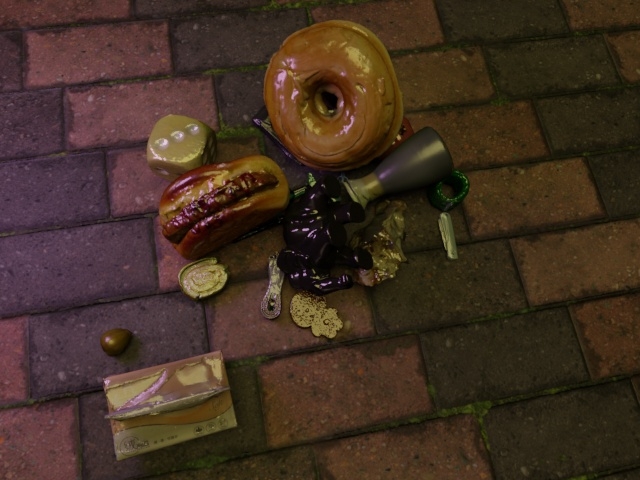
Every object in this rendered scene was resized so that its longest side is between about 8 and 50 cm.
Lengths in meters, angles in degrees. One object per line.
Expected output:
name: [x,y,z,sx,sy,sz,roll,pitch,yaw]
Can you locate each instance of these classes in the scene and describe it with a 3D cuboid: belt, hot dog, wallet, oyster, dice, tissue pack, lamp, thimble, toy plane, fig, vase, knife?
belt: [-0.136,0.126,1.485,0.072,0.053,0.231,11,73,-1]
hot dog: [-0.297,-0.098,1.382,0.405,0.223,0.185,-29,77,15]
wallet: [-0.093,-0.382,1.650,0.245,0.052,0.168,44,78,6]
oyster: [0.194,0.000,1.504,0.198,0.133,0.337,10,49,29]
dice: [-0.427,-0.276,1.521,0.170,0.169,0.166,13,73,-1]
tissue pack: [-0.385,0.420,1.259,0.306,0.238,0.238,-10,74,-18]
lamp: [0.220,-0.349,1.617,0.182,0.140,0.181,0,75,0]
thimble: [0.420,-0.165,1.603,0.118,0.090,0.130,17,71,-4]
toy plane: [-0.126,-0.129,1.544,0.382,0.106,0.155,-24,83,-12]
fig: [-0.578,0.284,1.388,0.074,0.074,0.088,46,59,9]
vase: [0.234,-0.207,1.520,0.321,0.173,0.173,-28,77,1]
knife: [0.413,-0.015,1.591,0.044,0.023,0.162,-4,73,-8]

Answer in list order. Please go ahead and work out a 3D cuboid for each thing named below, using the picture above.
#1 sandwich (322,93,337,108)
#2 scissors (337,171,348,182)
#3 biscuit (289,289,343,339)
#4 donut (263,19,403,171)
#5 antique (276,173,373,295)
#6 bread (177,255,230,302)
sandwich: [0.057,-0.519,1.677,0.186,0.220,0.108,18,71,39]
scissors: [0.076,-0.230,1.637,0.036,0.006,0.083,7,72,-5]
biscuit: [-0.016,0.225,1.478,0.175,0.026,0.124,40,75,8]
donut: [0.035,-0.421,1.472,0.450,0.198,0.448,6,115,13]
antique: [0.000,0.000,1.416,0.185,0.255,0.321,5,69,-44]
bread: [-0.345,0.113,1.464,0.156,0.064,0.117,-21,80,-12]
